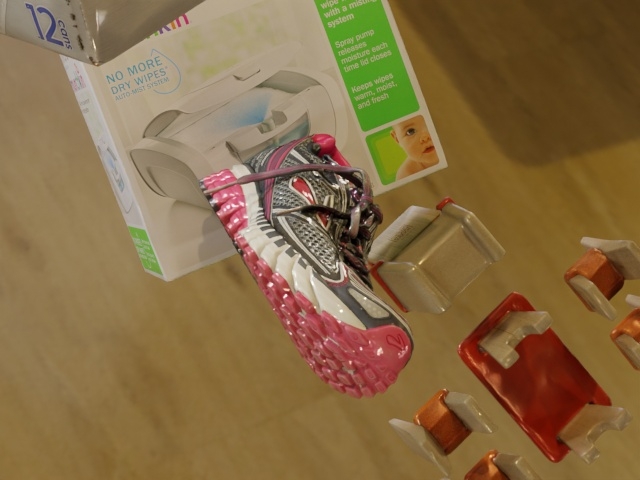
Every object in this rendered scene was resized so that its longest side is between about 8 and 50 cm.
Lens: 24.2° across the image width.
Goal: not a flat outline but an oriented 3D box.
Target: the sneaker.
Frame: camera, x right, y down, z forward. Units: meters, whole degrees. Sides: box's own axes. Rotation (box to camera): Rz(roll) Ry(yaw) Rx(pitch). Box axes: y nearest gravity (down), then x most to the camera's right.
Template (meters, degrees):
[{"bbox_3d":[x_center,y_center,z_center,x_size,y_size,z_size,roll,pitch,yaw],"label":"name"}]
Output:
[{"bbox_3d":[0.000,0.000,1.059,0.112,0.121,0.299,-30,32,-3],"label":"sneaker"}]

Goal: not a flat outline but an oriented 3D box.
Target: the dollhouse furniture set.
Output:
[{"bbox_3d":[0.163,0.086,1.346,0.262,0.135,0.259,-43,104,-10],"label":"dollhouse furniture set"}]

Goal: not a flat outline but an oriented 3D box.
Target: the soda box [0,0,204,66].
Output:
[{"bbox_3d":[-0.015,-0.171,0.513,0.098,0.091,0.286,22,46,37],"label":"soda box"}]

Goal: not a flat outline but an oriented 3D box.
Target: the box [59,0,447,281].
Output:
[{"bbox_3d":[-0.062,-0.122,1.262,0.262,0.127,0.231,-22,99,-13],"label":"box"}]
